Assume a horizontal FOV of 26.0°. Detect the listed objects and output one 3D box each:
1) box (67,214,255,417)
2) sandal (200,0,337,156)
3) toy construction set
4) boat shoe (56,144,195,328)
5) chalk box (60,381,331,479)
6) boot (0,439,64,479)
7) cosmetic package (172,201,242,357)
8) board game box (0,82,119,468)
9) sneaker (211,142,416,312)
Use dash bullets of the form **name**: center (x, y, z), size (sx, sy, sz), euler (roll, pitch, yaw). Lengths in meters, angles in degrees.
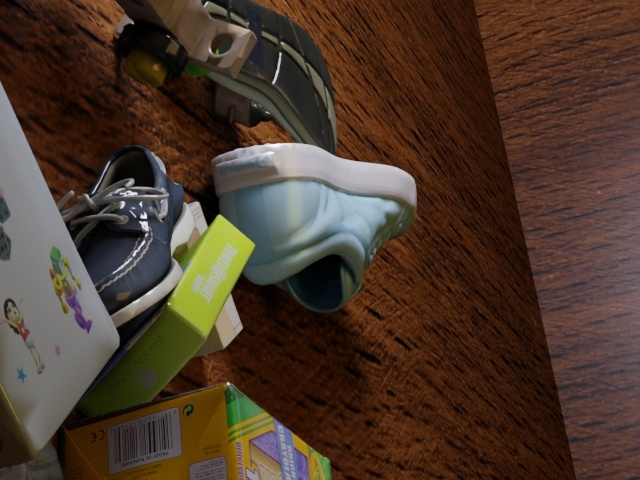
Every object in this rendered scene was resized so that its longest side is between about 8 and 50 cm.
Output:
- **box**: center (-0.109, 0.061, 0.979), size (0.042, 0.109, 0.178), euler (39, 24, -7)
- **sandal**: center (-0.079, -0.170, 1.340), size (0.303, 0.086, 0.120), euler (34, 47, -44)
- **toy construction set**: center (-0.073, -0.252, 1.089), size (0.237, 0.309, 0.257), euler (60, 29, -52)
- **boat shoe**: center (-0.140, -0.005, 0.958), size (0.254, 0.095, 0.079), euler (-73, 140, -68)
- **chalk box**: center (-0.068, 0.205, 0.943), size (0.213, 0.132, 0.132), euler (48, 31, -53)
- **boot**: center (-0.203, 0.070, 0.733), size (0.246, 0.083, 0.161), euler (25, 57, -66)
- **cosmetic package**: center (-0.106, 0.032, 1.128), size (0.060, 0.041, 0.115), euler (-52, 124, -70)
- **board game box**: center (-0.236, -0.051, 0.483), size (0.097, 0.224, 0.303), euler (-62, 134, -63)
- **sneaker**: center (0.000, 0.000, 1.378), size (0.366, 0.135, 0.150), euler (7, 76, -63)
